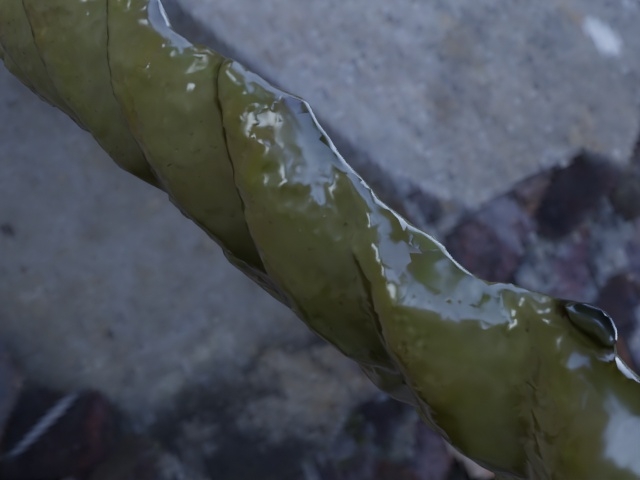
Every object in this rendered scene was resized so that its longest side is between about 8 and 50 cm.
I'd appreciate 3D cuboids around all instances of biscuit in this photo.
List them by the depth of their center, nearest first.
[{"bbox_3d":[0.000,0.000,0.414,0.187,0.036,0.273,43,-3,-35],"label":"biscuit"}]
